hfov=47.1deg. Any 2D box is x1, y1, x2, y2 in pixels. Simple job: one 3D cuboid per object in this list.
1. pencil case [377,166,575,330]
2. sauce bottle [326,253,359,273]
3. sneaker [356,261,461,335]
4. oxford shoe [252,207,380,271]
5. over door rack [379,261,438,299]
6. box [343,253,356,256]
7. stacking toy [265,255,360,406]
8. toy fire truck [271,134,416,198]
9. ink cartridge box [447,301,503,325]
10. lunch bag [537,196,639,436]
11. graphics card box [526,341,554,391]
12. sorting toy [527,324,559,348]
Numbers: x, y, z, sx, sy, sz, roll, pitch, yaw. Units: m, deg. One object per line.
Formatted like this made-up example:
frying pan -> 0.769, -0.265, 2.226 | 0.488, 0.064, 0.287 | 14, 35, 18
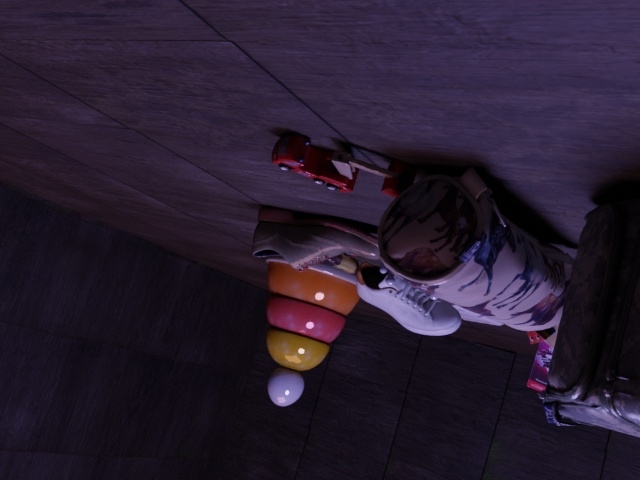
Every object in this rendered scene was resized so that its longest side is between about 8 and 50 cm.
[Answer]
pencil case -> 0.272, 0.031, 1.165 | 0.183, 0.160, 0.410 | -34, 146, 26
sauce bottle -> 0.042, 0.049, 1.849 | 0.128, 0.042, 0.042 | 24, 168, -38
sneaker -> 0.208, 0.140, 1.812 | 0.290, 0.106, 0.123 | 22, 150, 25
oxford shoe -> -0.005, 0.017, 1.691 | 0.348, 0.130, 0.123 | 11, 169, 33
over door rack -> 0.280, 0.079, 1.643 | 0.239, 0.108, 0.324 | 17, 171, -8
box -> 0.000, 0.000, 1.881 | 0.207, 0.036, 0.114 | 7, 167, 45
stacking toy -> -0.066, 0.295, 2.368 | 0.350, 0.480, 0.350 | 16, 171, 3
toy fire truck -> 0.033, -0.112, 1.116 | 0.192, 0.047, 0.135 | 21, 169, -23
ink cartridge box -> 0.371, 0.150, 1.949 | 0.218, 0.092, 0.158 | 25, 168, -35
lunch bag -> 0.412, 0.099, 0.904 | 0.212, 0.305, 0.256 | 21, 169, -22
graphics card box -> 0.569, 0.225, 1.502 | 0.232, 0.094, 0.371 | 22, 145, 21
sorting toy -> 0.415, 0.148, 1.429 | 0.274, 0.046, 0.132 | 44, 156, 34
